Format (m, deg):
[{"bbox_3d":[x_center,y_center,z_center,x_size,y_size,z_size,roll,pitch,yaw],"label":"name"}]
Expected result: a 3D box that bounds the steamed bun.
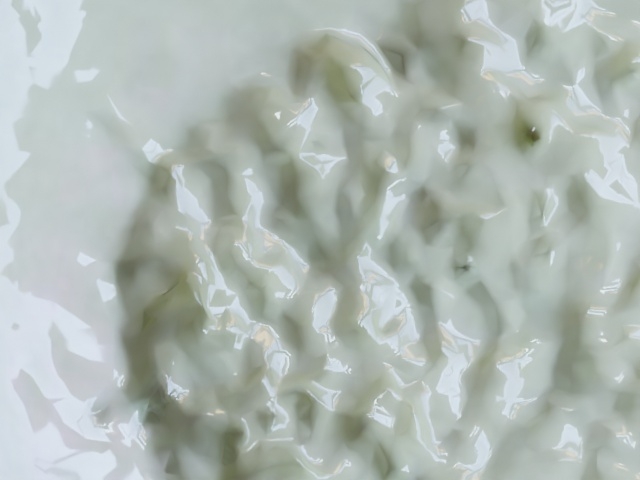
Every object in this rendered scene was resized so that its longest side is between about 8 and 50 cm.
[{"bbox_3d":[0.000,0.000,0.522,0.371,0.289,0.456,-69,-19,-79],"label":"steamed bun"}]
